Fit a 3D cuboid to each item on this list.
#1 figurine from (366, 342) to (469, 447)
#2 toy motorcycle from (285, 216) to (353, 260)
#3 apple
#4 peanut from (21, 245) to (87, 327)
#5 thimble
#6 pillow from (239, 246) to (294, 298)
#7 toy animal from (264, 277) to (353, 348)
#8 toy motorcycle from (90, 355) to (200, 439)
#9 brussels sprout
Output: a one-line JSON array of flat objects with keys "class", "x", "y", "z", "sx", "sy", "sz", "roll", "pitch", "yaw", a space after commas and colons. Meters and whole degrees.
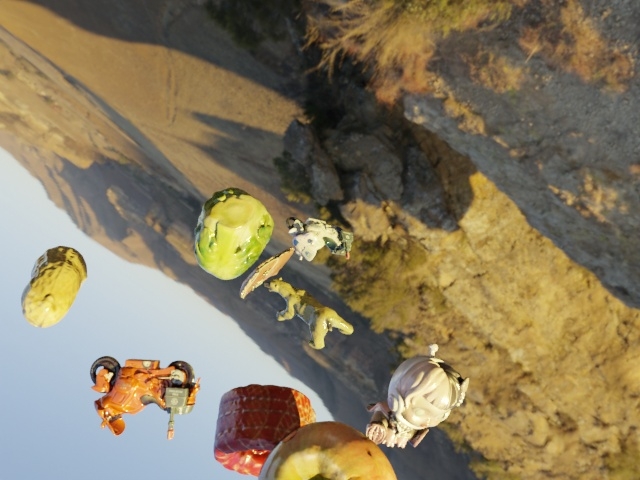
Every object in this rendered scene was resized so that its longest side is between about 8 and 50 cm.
[{"class": "figurine", "x": 0.303, "y": 0.531, "z": 1.846, "sx": 0.253, "sy": 0.361, "sz": 0.211, "roll": 7, "pitch": -140, "yaw": -42}, {"class": "toy motorcycle", "x": 0.000, "y": 0.000, "z": 1.689, "sx": 0.221, "sy": 0.102, "sz": 0.150, "roll": 11, "pitch": -133, "yaw": -28}, {"class": "apple", "x": 0.018, "y": 0.695, "z": 1.482, "sx": 0.392, "sy": 0.391, "sz": 0.346, "roll": 31, "pitch": 163, "yaw": 30}, {"class": "peanut", "x": -0.687, "y": 0.113, "z": 1.436, "sx": 0.147, "sy": 0.147, "sz": 0.305, "roll": 40, "pitch": -176, "yaw": -26}, {"class": "thimble", "x": -0.191, "y": 0.666, "z": 1.921, "sx": 0.351, "sy": 0.230, "sz": 0.350, "roll": 4, "pitch": 140, "yaw": 3}, {"class": "pillow", "x": -0.167, "y": 0.094, "z": 1.731, "sx": 0.043, "sy": 0.126, "sz": 0.232, "roll": 45, "pitch": -149, "yaw": 7}, {"class": "toy animal", "x": -0.035, "y": 0.161, "z": 1.299, "sx": 0.219, "sy": 0.103, "sz": 0.101, "roll": 34, "pitch": 156, "yaw": 34}, {"class": "toy motorcycle", "x": -0.514, "y": 0.452, "z": 1.599, "sx": 0.326, "sy": 0.221, "sz": 0.148, "roll": 3, "pitch": 174, "yaw": 3}, {"class": "brussels sprout", "x": -0.203, "y": -0.015, "z": 1.254, "sx": 0.161, "sy": 0.223, "sz": 0.223, "roll": 27, "pitch": 169, "yaw": 19}]
